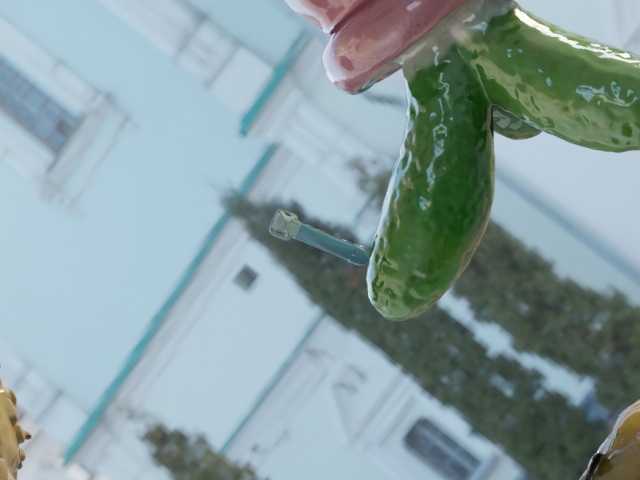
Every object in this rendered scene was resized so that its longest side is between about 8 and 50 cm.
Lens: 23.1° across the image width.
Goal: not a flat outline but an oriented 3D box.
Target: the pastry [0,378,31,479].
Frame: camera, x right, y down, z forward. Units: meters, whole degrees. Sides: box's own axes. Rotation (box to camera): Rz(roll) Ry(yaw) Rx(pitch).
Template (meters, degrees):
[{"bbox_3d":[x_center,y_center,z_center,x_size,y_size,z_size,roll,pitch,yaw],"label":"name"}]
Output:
[{"bbox_3d":[-0.465,0.207,1.465,0.409,0.409,0.245,-55,4,18],"label":"pastry"}]

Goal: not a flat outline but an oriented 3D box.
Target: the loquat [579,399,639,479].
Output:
[{"bbox_3d":[0.294,0.210,1.099,0.244,0.244,0.244,-50,-10,-12],"label":"loquat"}]

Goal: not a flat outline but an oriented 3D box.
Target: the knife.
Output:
[{"bbox_3d":[0.000,0.000,1.421,0.010,0.096,0.027,128,164,-70],"label":"knife"}]

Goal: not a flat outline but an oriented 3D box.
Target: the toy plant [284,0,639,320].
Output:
[{"bbox_3d":[0.087,-0.159,1.284,0.317,0.356,0.210,-35,4,18],"label":"toy plant"}]
